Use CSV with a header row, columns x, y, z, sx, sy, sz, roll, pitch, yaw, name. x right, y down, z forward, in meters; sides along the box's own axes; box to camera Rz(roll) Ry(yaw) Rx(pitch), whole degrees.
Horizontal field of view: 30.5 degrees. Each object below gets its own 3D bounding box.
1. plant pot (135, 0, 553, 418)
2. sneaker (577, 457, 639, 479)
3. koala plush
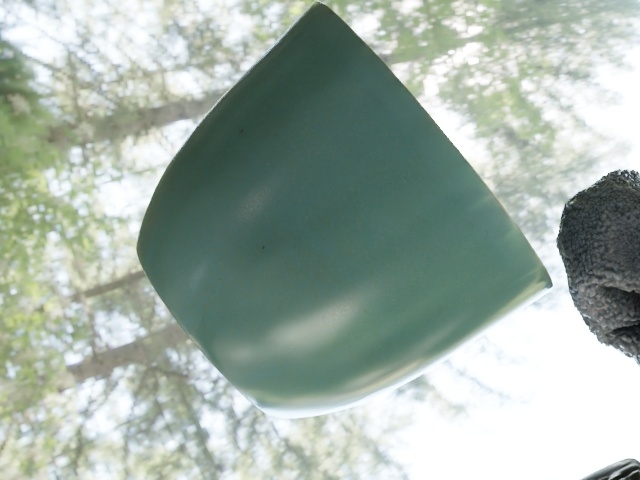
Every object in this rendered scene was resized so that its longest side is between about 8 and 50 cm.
x,y,z,sx,sy,sz,roll,pitch,yaw,name
0.000,0.000,0.931,0.235,0.293,0.293,-40,-107,3,plant pot
0.178,0.265,0.478,0.182,0.410,0.158,37,-64,-13,sneaker
0.323,-0.001,0.935,0.203,0.196,0.221,31,-31,-12,koala plush
